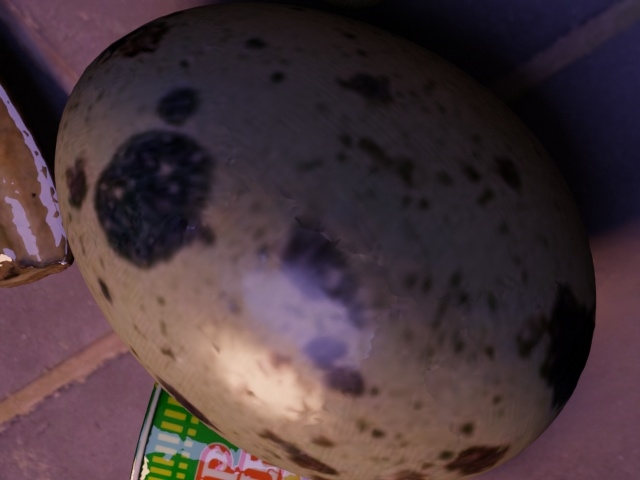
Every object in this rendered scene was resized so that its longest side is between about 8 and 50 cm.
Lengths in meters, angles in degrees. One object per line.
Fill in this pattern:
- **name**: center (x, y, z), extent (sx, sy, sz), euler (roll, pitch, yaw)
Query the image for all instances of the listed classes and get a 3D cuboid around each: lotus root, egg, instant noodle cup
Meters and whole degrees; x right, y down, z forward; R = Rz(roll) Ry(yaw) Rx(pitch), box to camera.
- **lotus root**: center (-0.338, -0.078, 1.200), extent (0.210, 0.142, 0.314), euler (-33, 102, -2)
- **egg**: center (0.000, 0.000, 0.987), extent (0.379, 0.287, 0.287), euler (30, 129, -3)
- **instant noodle cup**: center (-0.007, 0.152, 1.169), extent (0.233, 0.207, 0.207), euler (15, 127, 4)

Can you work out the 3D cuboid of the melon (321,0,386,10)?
- **melon**: center (0.029, -0.216, 0.954), extent (0.099, 0.099, 0.162), euler (23, 131, 9)
